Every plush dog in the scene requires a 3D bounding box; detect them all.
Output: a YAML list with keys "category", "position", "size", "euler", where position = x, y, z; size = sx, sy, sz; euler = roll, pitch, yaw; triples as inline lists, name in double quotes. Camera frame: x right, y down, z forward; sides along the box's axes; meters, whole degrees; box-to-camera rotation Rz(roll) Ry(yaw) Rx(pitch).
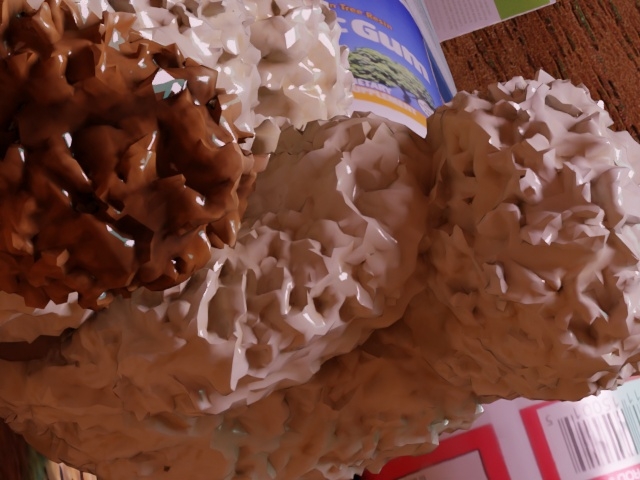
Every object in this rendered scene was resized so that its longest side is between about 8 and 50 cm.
- category: "plush dog"
  position: [-0.068, -0.017, 0.445]
  size: [0.262, 0.210, 0.225]
  euler: [37, -4, 47]

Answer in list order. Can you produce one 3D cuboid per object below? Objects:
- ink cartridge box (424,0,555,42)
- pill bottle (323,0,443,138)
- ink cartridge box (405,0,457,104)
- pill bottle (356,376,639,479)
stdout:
- category: "ink cartridge box"
  position: [0.103, -0.191, 1.592]
  size: [0.189, 0.255, 0.097]
  euler: [-98, 166, -55]
- category: "pill bottle"
  position: [-0.008, -0.071, 0.918]
  size: [0.272, 0.152, 0.152]
  euler: [-99, 166, -56]
- category: "ink cartridge box"
  position: [-0.029, -0.256, 1.241]
  size: [0.395, 0.151, 0.270]
  euler: [50, 21, -72]
- category: "pill bottle"
  position: [0.178, 0.262, 1.074]
  size: [0.229, 0.229, 0.407]
  euler: [35, 36, -76]
